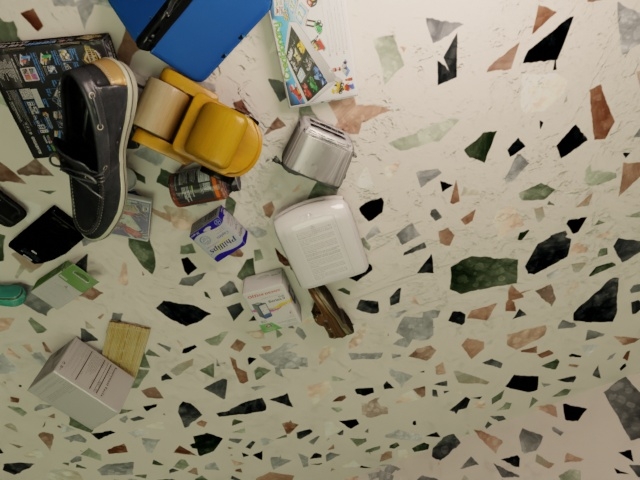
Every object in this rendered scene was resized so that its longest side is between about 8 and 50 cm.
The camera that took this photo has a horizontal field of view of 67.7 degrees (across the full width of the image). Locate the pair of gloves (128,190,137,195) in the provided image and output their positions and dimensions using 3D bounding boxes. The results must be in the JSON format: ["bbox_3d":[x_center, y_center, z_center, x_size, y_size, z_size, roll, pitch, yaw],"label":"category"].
[{"bbox_3d":[-0.645,-0.175,1.425,0.159,0.023,0.198,-6,126,0],"label":"pair of gloves"}]

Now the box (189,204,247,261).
[{"bbox_3d":[-0.327,-0.021,1.539,0.126,0.072,0.137,-31,124,17],"label":"box"}]

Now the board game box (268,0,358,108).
[{"bbox_3d":[-0.018,-0.505,1.217,0.192,0.053,0.305,-9,127,3],"label":"board game box"}]

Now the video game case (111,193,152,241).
[{"bbox_3d":[-0.630,-0.081,1.476,0.201,0.023,0.183,11,135,-14],"label":"video game case"}]

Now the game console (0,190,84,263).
[{"bbox_3d":[-0.927,-0.078,1.460,0.213,0.044,0.361,-32,123,16],"label":"game console"}]

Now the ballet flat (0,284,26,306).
[{"bbox_3d":[-1.130,0.189,1.618,0.247,0.083,0.087,7,140,-8],"label":"ballet flat"}]

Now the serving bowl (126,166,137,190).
[{"bbox_3d":[-0.578,-0.185,1.395,0.083,0.027,0.083,-3,125,-4],"label":"serving bowl"}]

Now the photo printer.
[{"bbox_3d":[0.000,0.000,1.562,0.256,0.107,0.308,-17,126,7],"label":"photo printer"}]

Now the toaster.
[{"bbox_3d":[-0.011,-0.255,1.362,0.226,0.129,0.146,19,119,-16],"label":"toaster"}]

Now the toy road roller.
[{"bbox_3d":[-0.306,-0.285,1.209,0.329,0.240,0.203,25,92,-18],"label":"toy road roller"}]

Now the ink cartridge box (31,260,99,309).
[{"bbox_3d":[-0.856,0.140,1.614,0.209,0.062,0.109,-30,124,16],"label":"ink cartridge box"}]

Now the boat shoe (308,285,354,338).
[{"bbox_3d":[0.018,0.270,1.763,0.104,0.111,0.307,-25,125,12],"label":"boat shoe"}]

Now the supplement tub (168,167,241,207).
[{"bbox_3d":[-0.338,-0.164,1.410,0.197,0.106,0.106,-10,127,2],"label":"supplement tub"}]

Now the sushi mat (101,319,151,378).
[{"bbox_3d":[-0.770,0.432,1.867,0.151,0.019,0.317,17,123,-15],"label":"sushi mat"}]

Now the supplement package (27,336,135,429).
[{"bbox_3d":[-0.904,0.549,1.825,0.177,0.175,0.293,-33,116,20],"label":"supplement package"}]

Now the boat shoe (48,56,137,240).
[{"bbox_3d":[-0.585,-0.209,1.200,0.186,0.156,0.500,34,123,18],"label":"boat shoe"}]

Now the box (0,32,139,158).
[{"bbox_3d":[-0.656,-0.370,1.247,0.293,0.073,0.296,-8,128,-2],"label":"box"}]

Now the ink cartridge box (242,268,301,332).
[{"bbox_3d":[-0.172,0.218,1.719,0.154,0.093,0.212,-15,125,7],"label":"ink cartridge box"}]

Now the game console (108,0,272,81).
[{"bbox_3d":[-0.311,-0.573,1.127,0.293,0.173,0.250,-36,84,25],"label":"game console"}]
